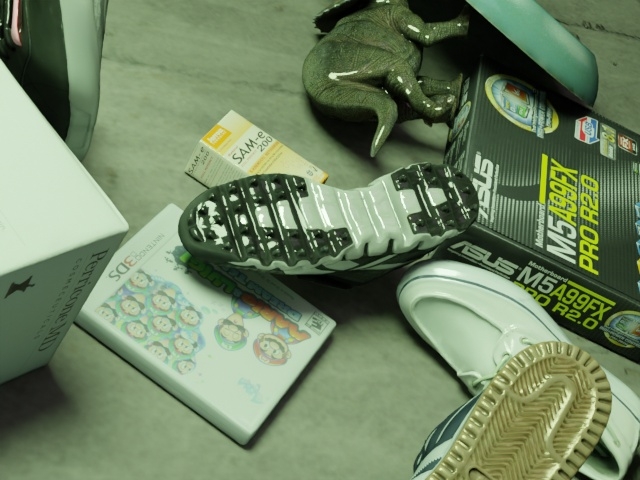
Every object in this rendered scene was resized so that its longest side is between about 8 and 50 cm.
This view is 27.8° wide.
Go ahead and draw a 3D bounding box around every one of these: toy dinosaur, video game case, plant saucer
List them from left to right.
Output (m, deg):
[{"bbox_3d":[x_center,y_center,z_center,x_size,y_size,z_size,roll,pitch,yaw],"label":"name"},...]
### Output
[{"bbox_3d":[-0.082,0.054,0.919,0.157,0.019,0.143,36,39,4],"label":"video game case"},{"bbox_3d":[0.048,-0.154,1.177,0.160,0.121,0.313,9,48,8],"label":"toy dinosaur"},{"bbox_3d":[0.168,-0.254,1.295,0.317,0.044,0.317,39,15,-13],"label":"plant saucer"}]

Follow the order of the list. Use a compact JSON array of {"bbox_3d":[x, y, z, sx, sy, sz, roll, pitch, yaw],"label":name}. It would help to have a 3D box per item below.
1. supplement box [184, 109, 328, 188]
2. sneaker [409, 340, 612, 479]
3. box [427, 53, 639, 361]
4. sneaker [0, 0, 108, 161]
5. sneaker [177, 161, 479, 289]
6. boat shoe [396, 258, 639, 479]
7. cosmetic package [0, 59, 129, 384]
[{"bbox_3d":[-0.051,-0.055,1.042,0.098,0.036,0.062,34,38,2],"label":"supplement box"},{"bbox_3d":[0.069,0.192,0.829,0.099,0.153,0.282,43,70,10],"label":"sneaker"},{"bbox_3d":[0.217,-0.038,1.189,0.216,0.060,0.270,26,38,-8],"label":"box"},{"bbox_3d":[-0.216,-0.128,0.848,0.147,0.296,0.104,8,74,-12],"label":"sneaker"},{"bbox_3d":[0.000,0.000,0.974,0.234,0.106,0.078,-7,64,-25],"label":"sneaker"},{"bbox_3d":[0.153,0.099,0.979,0.226,0.083,0.076,32,37,-2],"label":"boat shoe"},{"bbox_3d":[-0.244,0.006,0.748,0.183,0.151,0.151,-23,68,-46],"label":"cosmetic package"}]
